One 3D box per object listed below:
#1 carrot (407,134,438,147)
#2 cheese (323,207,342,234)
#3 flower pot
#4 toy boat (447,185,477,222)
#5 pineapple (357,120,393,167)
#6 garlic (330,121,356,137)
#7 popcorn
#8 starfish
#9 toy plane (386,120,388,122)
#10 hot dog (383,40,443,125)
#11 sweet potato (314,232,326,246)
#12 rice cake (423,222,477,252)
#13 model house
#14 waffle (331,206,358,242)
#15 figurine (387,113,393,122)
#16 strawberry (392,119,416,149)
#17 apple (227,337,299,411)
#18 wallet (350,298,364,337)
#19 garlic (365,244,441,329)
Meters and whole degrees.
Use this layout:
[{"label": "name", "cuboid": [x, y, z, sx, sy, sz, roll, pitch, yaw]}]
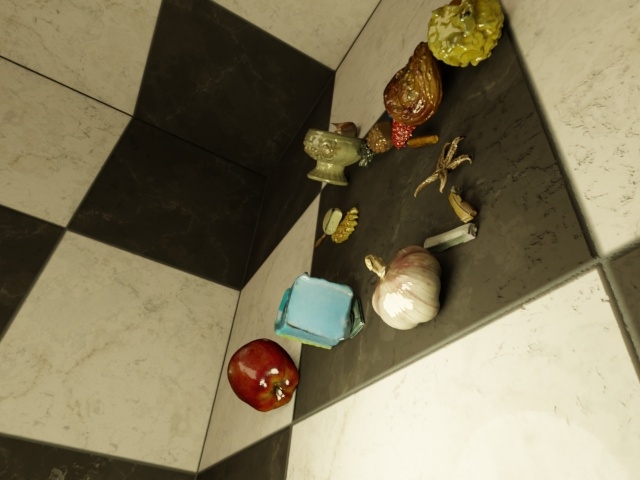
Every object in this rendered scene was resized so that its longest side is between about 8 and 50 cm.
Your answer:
[{"label": "carrot", "cuboid": [0.378, -0.367, 1.626, 0.042, 0.042, 0.170, -68, 22, -2]}, {"label": "cheese", "cuboid": [0.042, -0.098, 2.073, 0.251, 0.054, 0.127, -141, 74, -80]}, {"label": "flower pot", "cuboid": [0.057, -0.411, 2.179, 0.307, 0.307, 0.244, -130, 49, -69]}, {"label": "toy boat", "cuboid": [0.402, -0.105, 1.253, 0.049, 0.047, 0.149, -42, 31, 23]}, {"label": "pineapple", "cuboid": [0.239, -0.415, 1.942, 0.248, 0.128, 0.128, 137, 150, -60]}, {"label": "garlic", "cuboid": [0.138, -0.592, 2.420, 0.207, 0.128, 0.115, -103, -4, -64]}, {"label": "popcorn", "cuboid": [0.469, -0.695, 1.441, 0.249, 0.225, 0.250, 7, 102, 38]}, {"label": "starfish", "cuboid": [0.392, -0.229, 1.410, 0.238, 0.057, 0.213, -50, 17, 31]}, {"label": "toy plane", "cuboid": [0.276, -0.494, 2.045, 0.145, 0.037, 0.060, -55, 12, 43]}, {"label": "hot dog", "cuboid": [0.365, -0.606, 1.667, 0.267, 0.174, 0.388, -44, 23, 43]}, {"label": "sweet potato", "cuboid": [0.000, 0.000, 2.248, 0.115, 0.026, 0.026, -51, 25, 34]}, {"label": "rice cake", "cuboid": [0.364, -0.004, 1.258, 0.206, 0.036, 0.047, -31, 28, 60]}, {"label": "model house", "cuboid": [-0.034, 0.292, 1.657, 0.303, 0.237, 0.216, 125, 160, -57]}, {"label": "waffle", "cuboid": [0.106, -0.070, 1.999, 0.194, 0.051, 0.149, -46, 29, 47]}, {"label": "figurine", "cuboid": [0.321, -0.563, 1.944, 0.136, 0.079, 0.077, -128, 21, -64]}, {"label": "strawberry", "cuboid": [0.339, -0.472, 1.783, 0.188, 0.082, 0.121, -65, 22, -2]}, {"label": "apple", "cuboid": [-0.244, 0.567, 1.878, 0.316, 0.288, 0.288, 19, 86, 54]}, {"label": "wallet", "cuboid": [0.121, 0.281, 1.598, 0.088, 0.026, 0.129, -57, 22, 29]}, {"label": "garlic", "cuboid": [0.209, 0.109, 1.228, 0.245, 0.253, 0.245, -42, 31, 33]}]
